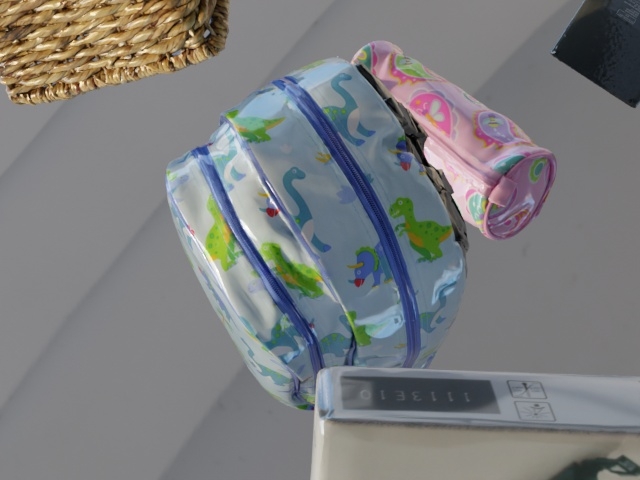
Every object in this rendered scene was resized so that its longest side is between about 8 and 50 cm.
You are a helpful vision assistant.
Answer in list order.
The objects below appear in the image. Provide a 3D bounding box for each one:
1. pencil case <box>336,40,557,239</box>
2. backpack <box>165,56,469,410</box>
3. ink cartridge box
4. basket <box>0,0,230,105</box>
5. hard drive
[{"bbox_3d":[0.131,-0.118,1.357,0.124,0.284,0.124,-30,-37,-26],"label":"pencil case"},{"bbox_3d":[0.000,0.000,1.015,0.273,0.355,0.290,-20,-101,-22],"label":"backpack"},{"bbox_3d":[0.128,0.181,0.587,0.275,0.060,0.239,2,-68,-2],"label":"ink cartridge box"},{"bbox_3d":[-0.236,-0.302,1.246,0.223,0.299,0.213,55,-141,-35],"label":"basket"},{"bbox_3d":[0.280,-0.197,1.076,0.094,0.135,0.022,34,-146,6],"label":"hard drive"}]
